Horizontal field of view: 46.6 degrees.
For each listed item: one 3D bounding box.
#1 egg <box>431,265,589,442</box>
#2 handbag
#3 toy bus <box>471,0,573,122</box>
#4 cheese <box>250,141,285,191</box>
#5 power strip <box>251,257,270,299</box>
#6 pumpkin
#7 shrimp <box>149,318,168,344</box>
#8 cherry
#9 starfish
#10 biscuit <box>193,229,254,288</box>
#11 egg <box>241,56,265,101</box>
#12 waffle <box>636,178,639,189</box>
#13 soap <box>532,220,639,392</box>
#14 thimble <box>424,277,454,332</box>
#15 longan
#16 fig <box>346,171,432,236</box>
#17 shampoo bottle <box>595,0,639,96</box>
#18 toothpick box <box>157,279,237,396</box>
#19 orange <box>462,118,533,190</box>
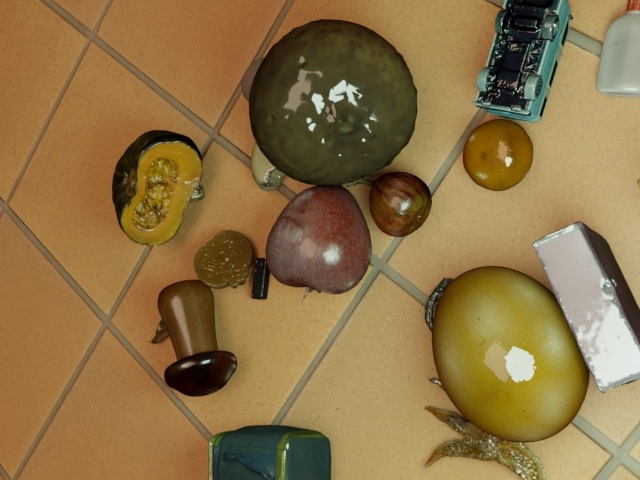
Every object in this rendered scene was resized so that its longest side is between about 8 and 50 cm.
[{"bbox_3d":[0.360,0.215,1.439,0.282,0.282,0.351,-37,64,22],"label":"egg"},{"bbox_3d":[-0.118,0.575,1.772,0.240,0.222,0.263,-7,80,35],"label":"handbag"},{"bbox_3d":[0.439,-0.392,1.579,0.133,0.164,0.272,18,93,31],"label":"toy bus"},{"bbox_3d":[-0.121,-0.264,1.959,0.163,0.070,0.249,-19,75,27],"label":"cheese"},{"bbox_3d":[-0.156,0.101,1.961,0.037,0.029,0.111,8,90,31],"label":"power strip"},{"bbox_3d":[-0.453,-0.168,2.096,0.325,0.242,0.232,-63,30,14],"label":"pumpkin"},{"bbox_3d":[-0.454,0.255,2.129,0.108,0.023,0.059,-39,57,22],"label":"shrimp"},{"bbox_3d":[0.000,0.000,1.773,0.261,0.221,0.308,8,73,34],"label":"cherry"},{"bbox_3d":[0.345,0.393,1.590,0.293,0.084,0.302,10,93,31],"label":"starfish"},{"bbox_3d":[-0.250,0.061,1.990,0.170,0.050,0.170,-4,65,8],"label":"biscuit"},{"bbox_3d":[-0.154,-0.426,1.981,0.135,0.103,0.103,-48,63,20],"label":"egg"},{"bbox_3d":[0.747,-0.097,1.328,0.307,0.212,0.091,-15,75,30],"label":"waffle"},{"bbox_3d":[0.532,0.125,1.392,0.107,0.285,0.296,-27,69,25],"label":"soap"},{"bbox_3d":[0.299,0.156,1.642,0.118,0.090,0.135,22,93,29],"label":"thimble"},{"bbox_3d":[0.028,-0.304,1.699,0.390,0.391,0.392,-4,82,31],"label":"longan"},{"bbox_3d":[0.178,-0.095,1.720,0.148,0.149,0.202,-46,33,18],"label":"fig"},{"bbox_3d":[0.638,-0.409,1.527,0.108,0.051,0.221,11,90,34],"label":"shampoo bottle"},{"bbox_3d":[-0.332,0.261,1.963,0.192,0.192,0.295,-28,65,26],"label":"toothpick box"},{"bbox_3d":[0.387,-0.185,1.612,0.156,0.124,0.156,6,98,45],"label":"orange"}]
